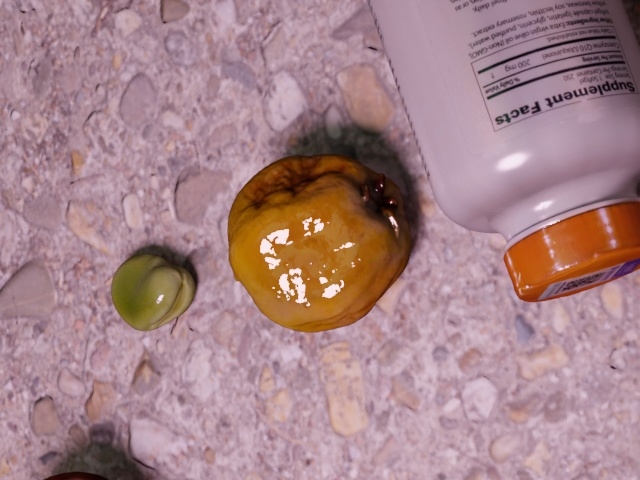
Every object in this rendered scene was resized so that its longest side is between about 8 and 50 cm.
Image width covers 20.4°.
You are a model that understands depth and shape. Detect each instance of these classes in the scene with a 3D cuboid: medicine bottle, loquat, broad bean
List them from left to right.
[{"bbox_3d":[-0.137,0.042,1.428,0.083,0.045,0.063,1,89,46],"label":"broad bean"},{"bbox_3d":[0.000,0.000,1.280,0.137,0.113,0.137,-8,73,29],"label":"loquat"},{"bbox_3d":[0.127,-0.110,1.150,0.157,0.157,0.288,-27,74,35],"label":"medicine bottle"}]

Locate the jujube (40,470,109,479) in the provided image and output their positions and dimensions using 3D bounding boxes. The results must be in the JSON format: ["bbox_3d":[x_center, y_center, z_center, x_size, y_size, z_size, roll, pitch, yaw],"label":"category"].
[{"bbox_3d":[-0.169,0.322,1.362,0.197,0.197,0.290,-45,51,29],"label":"jujube"}]
